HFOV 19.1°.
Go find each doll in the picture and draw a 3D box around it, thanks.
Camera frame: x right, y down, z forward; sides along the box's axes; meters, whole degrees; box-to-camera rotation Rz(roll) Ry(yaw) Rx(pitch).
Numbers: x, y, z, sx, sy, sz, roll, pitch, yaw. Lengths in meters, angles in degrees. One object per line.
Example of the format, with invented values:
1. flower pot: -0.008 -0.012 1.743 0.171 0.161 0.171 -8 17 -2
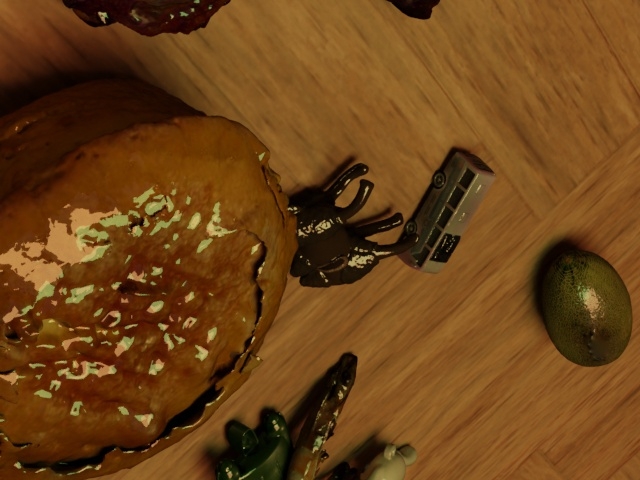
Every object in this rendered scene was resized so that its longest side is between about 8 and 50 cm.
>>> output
1. doll: 0.065 0.278 2.094 0.113 0.071 0.135 -66 162 1
2. doll: 0.000 0.000 1.844 0.165 0.057 0.139 -34 141 2

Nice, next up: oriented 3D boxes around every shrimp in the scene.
1. shrimp: 0.015 0.219 2.041 0.148 0.035 0.195 26 84 -62

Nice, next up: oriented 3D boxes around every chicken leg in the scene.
1. chicken leg: -0.037 -0.239 1.589 0.407 0.096 0.158 -6 132 -39

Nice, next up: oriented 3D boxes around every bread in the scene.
1. bread: -0.197 0.034 1.607 0.358 0.204 0.337 -38 136 -12

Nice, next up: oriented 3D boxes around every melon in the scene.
1. melon: 0.295 0.075 2.104 0.099 0.099 0.162 -34 137 -11

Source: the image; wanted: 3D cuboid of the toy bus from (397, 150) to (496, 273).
1. toy bus: 0.127 -0.026 1.922 0.037 0.052 0.131 10 117 -45

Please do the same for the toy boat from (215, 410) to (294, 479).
1. toy boat: -0.060 0.268 2.020 0.104 0.052 0.210 -47 145 -28
